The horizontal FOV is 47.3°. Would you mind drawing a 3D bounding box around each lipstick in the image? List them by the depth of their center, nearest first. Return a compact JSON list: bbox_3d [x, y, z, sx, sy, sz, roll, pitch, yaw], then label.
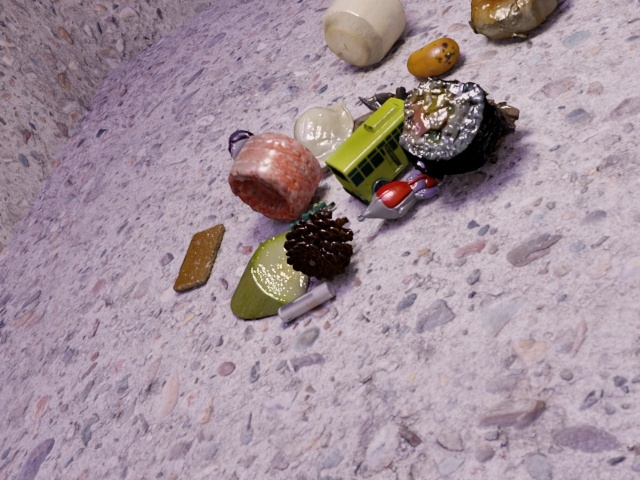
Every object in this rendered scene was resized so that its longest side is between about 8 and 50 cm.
[{"bbox_3d":[-0.033,0.143,1.688,0.141,0.040,0.040,-30,35,18],"label":"lipstick"}]

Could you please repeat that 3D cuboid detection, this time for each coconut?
[{"bbox_3d":[0.142,-0.694,2.295,0.237,0.237,0.266,13,61,52],"label":"coconut"}]

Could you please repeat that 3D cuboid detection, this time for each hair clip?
[{"bbox_3d":[-0.035,-0.051,1.910,0.173,0.049,0.049,-42,33,3],"label":"hair clip"}]

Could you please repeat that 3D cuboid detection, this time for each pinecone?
[{"bbox_3d":[0.006,0.002,1.706,0.163,0.163,0.165,-11,35,38],"label":"pinecone"}]

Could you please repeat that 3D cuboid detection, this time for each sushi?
[{"bbox_3d":[0.312,-0.250,1.658,0.238,0.219,0.225,42,110,24],"label":"sushi"}]

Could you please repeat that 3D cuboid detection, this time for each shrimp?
[{"bbox_3d":[0.166,-0.328,2.026,0.126,0.047,0.223,-42,30,-19],"label":"shrimp"}]

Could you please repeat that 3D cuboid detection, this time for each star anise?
[{"bbox_3d":[0.213,-0.362,1.917,0.181,0.205,0.061,165,108,-65],"label":"star anise"}]

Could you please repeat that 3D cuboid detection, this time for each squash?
[{"bbox_3d":[-0.124,0.098,1.847,0.204,0.155,0.236,8,49,3],"label":"squash"}]

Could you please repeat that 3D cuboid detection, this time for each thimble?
[{"bbox_3d":[-0.122,-0.167,1.954,0.239,0.239,0.162,-1,55,46],"label":"thimble"}]

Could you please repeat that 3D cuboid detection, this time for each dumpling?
[{"bbox_3d":[0.014,-0.308,2.083,0.179,0.131,0.252,-26,40,13],"label":"dumpling"}]

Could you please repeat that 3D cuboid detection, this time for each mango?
[{"bbox_3d":[0.309,-0.506,2.039,0.178,0.090,0.115,-7,37,46],"label":"mango"}]

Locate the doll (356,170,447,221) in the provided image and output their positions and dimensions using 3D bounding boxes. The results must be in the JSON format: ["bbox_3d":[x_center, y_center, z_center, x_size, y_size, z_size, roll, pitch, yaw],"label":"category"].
[{"bbox_3d":[0.186,-0.104,1.713,0.227,0.075,0.102,-31,43,-1],"label":"doll"}]

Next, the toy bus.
[{"bbox_3d":[0.152,-0.231,1.827,0.262,0.150,0.128,-44,34,-5],"label":"toy bus"}]

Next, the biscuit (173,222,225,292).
[{"bbox_3d":[-0.353,0.050,2.138,0.131,0.025,0.231,-18,39,31],"label":"biscuit"}]

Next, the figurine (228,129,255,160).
[{"bbox_3d":[-0.204,-0.267,2.247,0.222,0.145,0.145,13,61,46],"label":"figurine"}]

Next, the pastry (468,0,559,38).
[{"bbox_3d":[0.522,-0.633,1.942,0.236,0.121,0.257,-1,48,40],"label":"pastry"}]
